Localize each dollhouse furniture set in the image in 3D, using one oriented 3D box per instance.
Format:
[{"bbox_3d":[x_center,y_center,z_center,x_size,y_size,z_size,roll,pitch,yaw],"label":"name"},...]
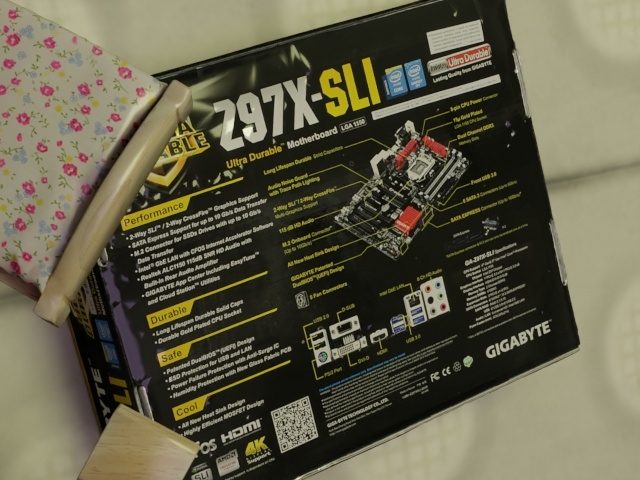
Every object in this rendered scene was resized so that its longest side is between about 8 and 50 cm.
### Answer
[{"bbox_3d":[-0.147,-0.020,0.646,0.303,0.174,0.355,28,81,0],"label":"dollhouse furniture set"}]

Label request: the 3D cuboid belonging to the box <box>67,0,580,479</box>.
[{"bbox_3d":[0.000,0.000,0.872,0.322,0.079,0.257,-21,102,-29],"label":"box"}]
